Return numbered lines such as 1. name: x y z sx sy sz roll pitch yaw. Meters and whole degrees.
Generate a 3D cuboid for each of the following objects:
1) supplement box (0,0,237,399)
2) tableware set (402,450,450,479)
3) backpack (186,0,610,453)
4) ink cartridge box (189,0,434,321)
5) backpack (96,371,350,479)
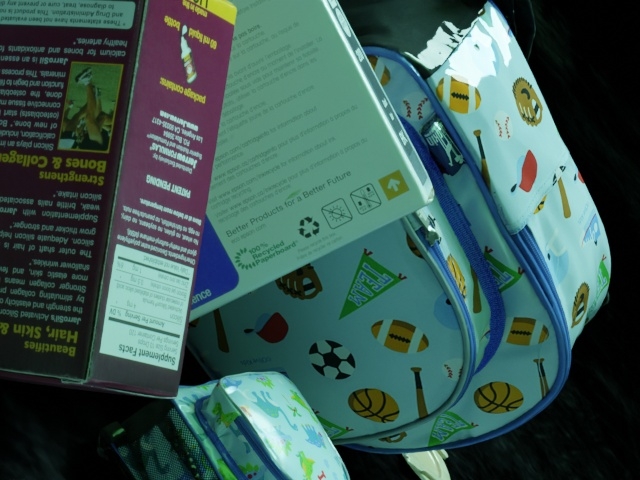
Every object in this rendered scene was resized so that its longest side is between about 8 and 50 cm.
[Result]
1. supplement box: -0.112 -0.028 0.903 0.081 0.104 0.188 20 77 -61
2. tableware set: 0.049 0.098 1.398 0.141 0.020 0.168 47 17 -21
3. backpack: 0.037 0.001 1.166 0.263 0.276 0.213 51 47 -25
4. ink cartridge box: -0.080 -0.067 0.999 0.208 0.206 0.045 62 9 -10
5. backpack: -0.037 0.124 0.998 0.114 0.084 0.105 60 20 14
